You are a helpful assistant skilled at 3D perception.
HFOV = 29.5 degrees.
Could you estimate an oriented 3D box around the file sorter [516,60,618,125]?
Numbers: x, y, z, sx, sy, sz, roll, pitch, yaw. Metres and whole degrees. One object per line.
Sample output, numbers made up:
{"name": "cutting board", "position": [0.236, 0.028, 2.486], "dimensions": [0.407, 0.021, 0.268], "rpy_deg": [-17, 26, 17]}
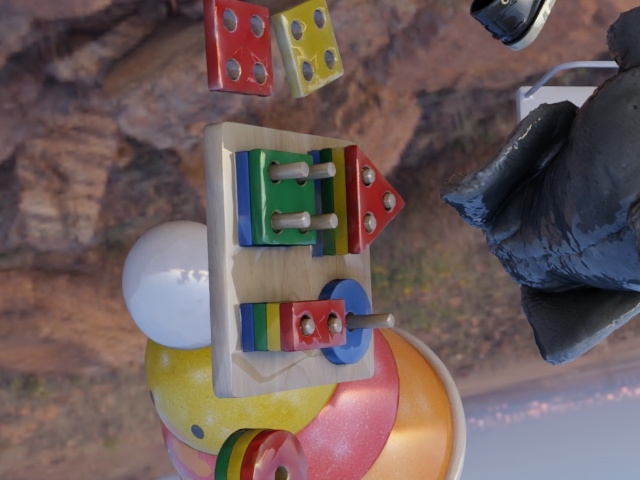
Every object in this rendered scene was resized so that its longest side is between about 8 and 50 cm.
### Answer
{"name": "file sorter", "position": [0.349, -0.063, 1.426], "dimensions": [0.193, 0.278, 0.173], "rpy_deg": [0, 172, -6]}

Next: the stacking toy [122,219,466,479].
{"name": "stacking toy", "position": [-0.073, 0.132, 1.259], "dimensions": [0.350, 0.350, 0.480], "rpy_deg": [-14, 141, 16]}

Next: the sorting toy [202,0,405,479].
{"name": "sorting toy", "position": [0.000, 0.000, 0.624], "dimensions": [0.046, 0.274, 0.132], "rpy_deg": [-5, 176, 33]}

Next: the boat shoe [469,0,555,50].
{"name": "boat shoe", "position": [0.135, -0.186, 0.773], "dimensions": [0.042, 0.133, 0.049], "rpy_deg": [32, 160, -23]}

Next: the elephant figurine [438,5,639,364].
{"name": "elephant figurine", "position": [0.154, -0.012, 0.712], "dimensions": [0.186, 0.169, 0.239], "rpy_deg": [10, 154, -35]}
